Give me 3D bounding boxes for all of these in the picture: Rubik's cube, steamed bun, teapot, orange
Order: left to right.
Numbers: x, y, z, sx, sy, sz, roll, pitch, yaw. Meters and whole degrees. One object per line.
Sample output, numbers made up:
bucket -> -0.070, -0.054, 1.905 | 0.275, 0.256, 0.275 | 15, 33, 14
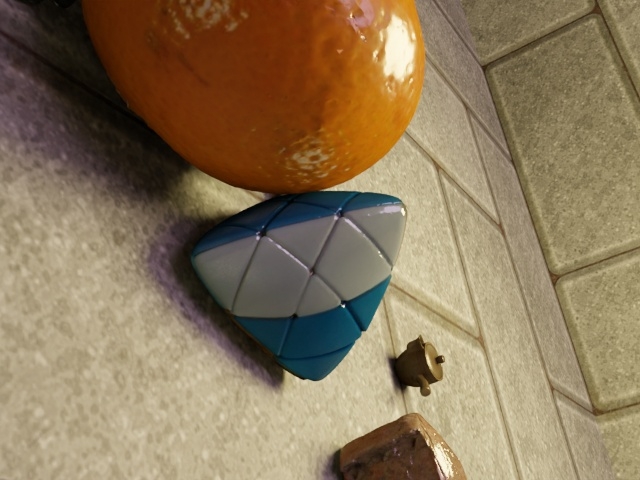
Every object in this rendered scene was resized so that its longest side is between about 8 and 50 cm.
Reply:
orange -> -0.076, -0.247, 0.854 | 0.424, 0.326, 0.424 | 60, 6, -11
Rubik's cube -> 0.000, 0.000, 0.923 | 0.254, 0.254, 0.254 | 45, 32, -38
steamed bun -> 0.108, 0.312, 0.949 | 0.106, 0.145, 0.175 | -8, 71, -64
teapot -> 0.154, 0.204, 1.216 | 0.085, 0.080, 0.110 | 58, 25, -18

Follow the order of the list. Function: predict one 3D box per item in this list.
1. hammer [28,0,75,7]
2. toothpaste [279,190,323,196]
hammer -> -0.343, -0.379, 0.785 | 0.287, 0.033, 0.111 | 67, 23, 3
toothpaste -> -0.027, -0.070, 1.122 | 0.114, 0.073, 0.299 | 39, 28, -46
